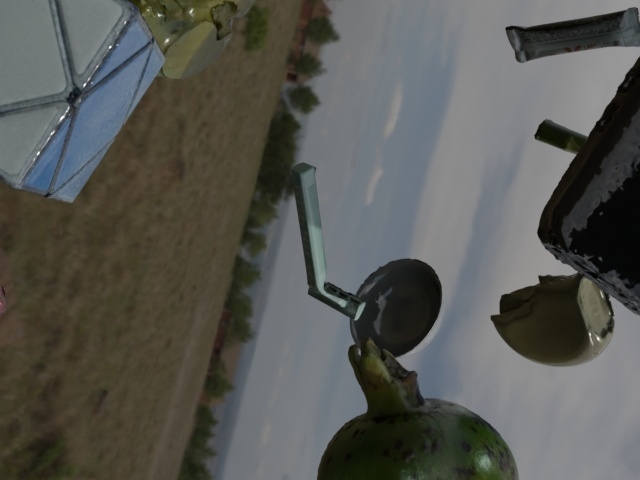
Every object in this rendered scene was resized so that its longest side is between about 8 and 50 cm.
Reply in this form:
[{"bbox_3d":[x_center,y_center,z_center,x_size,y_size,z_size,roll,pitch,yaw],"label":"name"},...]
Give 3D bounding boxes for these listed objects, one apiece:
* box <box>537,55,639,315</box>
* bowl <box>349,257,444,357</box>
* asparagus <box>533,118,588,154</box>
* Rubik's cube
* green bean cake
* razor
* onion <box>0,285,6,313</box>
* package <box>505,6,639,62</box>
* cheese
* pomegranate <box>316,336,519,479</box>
[{"bbox_3d":[0.500,-0.054,1.099,0.350,0.359,0.091,-56,-166,-2],"label":"box"},{"bbox_3d":[0.149,0.132,1.445,0.189,0.086,0.188,-22,-129,29],"label":"bowl"},{"bbox_3d":[0.466,-0.166,1.469,0.045,0.178,0.041,-23,135,-60],"label":"asparagus"},{"bbox_3d":[-0.303,-0.178,0.831,0.205,0.207,0.205,-56,-177,-3],"label":"Rubik's cube"},{"bbox_3d":[-0.216,-0.346,1.150,0.285,0.202,0.310,-42,178,30],"label":"green bean cake"},{"bbox_3d":[-0.008,0.005,1.272,0.056,0.111,0.277,-39,135,-27],"label":"razor"},{"bbox_3d":[-0.640,0.159,1.442,0.163,0.230,0.230,58,7,-12],"label":"onion"},{"bbox_3d":[0.203,-0.163,0.666,0.037,0.110,0.015,55,54,-34],"label":"package"},{"bbox_3d":[0.401,0.140,1.450,0.091,0.203,0.175,-41,115,-52],"label":"cheese"},{"bbox_3d":[0.091,0.228,0.858,0.211,0.211,0.262,159,-79,-86],"label":"pomegranate"}]
